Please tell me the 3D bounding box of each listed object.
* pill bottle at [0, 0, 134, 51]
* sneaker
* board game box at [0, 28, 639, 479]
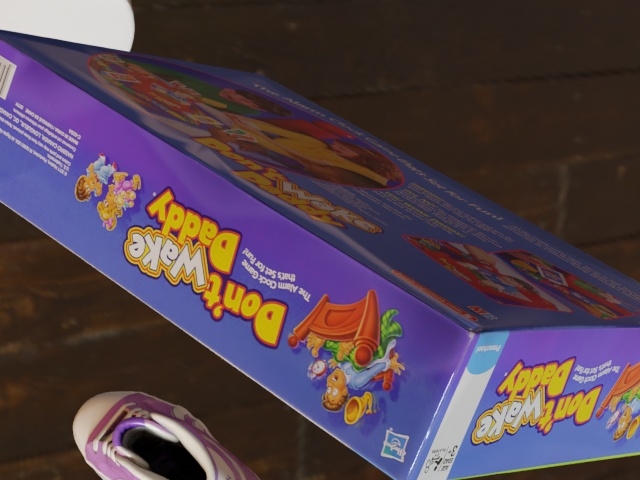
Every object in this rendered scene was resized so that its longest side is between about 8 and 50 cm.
[{"bbox_3d":[-0.256,-0.279,1.352,0.210,0.363,0.210,-11,144,-8],"label":"pill bottle"},{"bbox_3d":[-0.164,0.188,1.683,0.102,0.282,0.161,-55,136,-13],"label":"sneaker"},{"bbox_3d":[0.000,0.000,0.932,0.233,0.347,0.078,3,113,-52],"label":"board game box"}]
